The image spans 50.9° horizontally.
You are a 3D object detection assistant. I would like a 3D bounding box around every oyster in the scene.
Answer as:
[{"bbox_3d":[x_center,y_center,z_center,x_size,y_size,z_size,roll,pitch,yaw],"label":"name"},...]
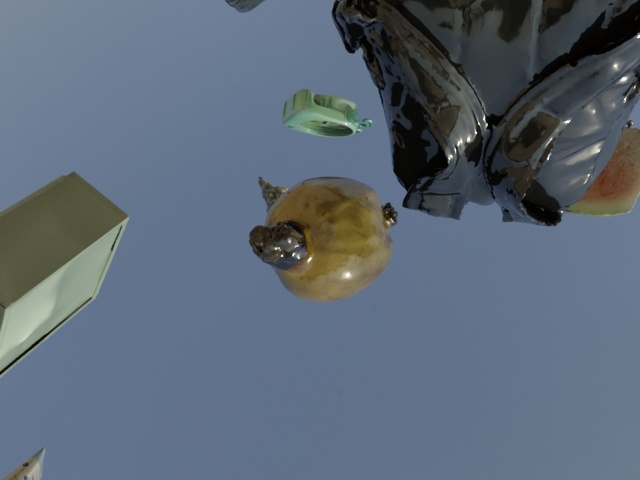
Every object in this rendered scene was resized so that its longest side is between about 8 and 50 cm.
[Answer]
[{"bbox_3d":[-0.087,-0.045,1.345,0.106,0.200,0.061,17,-130,39],"label":"oyster"}]

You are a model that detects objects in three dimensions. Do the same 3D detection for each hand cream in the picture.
[{"bbox_3d":[-0.455,0.368,0.962,0.043,0.065,0.170,24,-155,13],"label":"hand cream"}]

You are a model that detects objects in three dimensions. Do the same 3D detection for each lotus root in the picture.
[{"bbox_3d":[0.000,0.000,0.962,0.182,0.310,0.183,3,-82,25],"label":"lotus root"}]

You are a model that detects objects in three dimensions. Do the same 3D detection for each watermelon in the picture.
[{"bbox_3d":[0.357,-0.156,1.070,0.305,0.180,0.224,29,-152,4],"label":"watermelon"}]

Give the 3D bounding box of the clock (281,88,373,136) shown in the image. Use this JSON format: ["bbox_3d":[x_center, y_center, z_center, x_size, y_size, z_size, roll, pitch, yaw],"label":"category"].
[{"bbox_3d":[0.016,-0.271,1.471,0.148,0.188,0.060,170,-71,-67],"label":"clock"}]

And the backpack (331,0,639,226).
[{"bbox_3d":[0.211,-0.190,0.772,0.362,0.446,0.255,5,-127,16],"label":"backpack"}]

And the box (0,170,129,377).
[{"bbox_3d":[-0.412,0.049,0.946,0.117,0.225,0.225,39,-137,2],"label":"box"}]

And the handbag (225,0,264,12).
[{"bbox_3d":[-0.043,-0.185,0.450,0.072,0.047,0.111,-35,-160,8],"label":"handbag"}]
